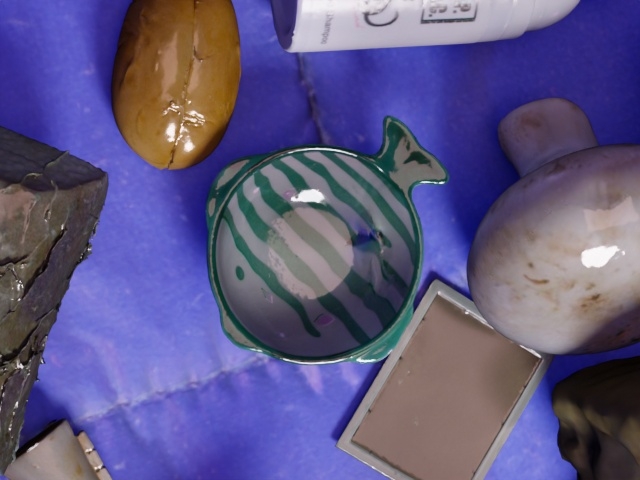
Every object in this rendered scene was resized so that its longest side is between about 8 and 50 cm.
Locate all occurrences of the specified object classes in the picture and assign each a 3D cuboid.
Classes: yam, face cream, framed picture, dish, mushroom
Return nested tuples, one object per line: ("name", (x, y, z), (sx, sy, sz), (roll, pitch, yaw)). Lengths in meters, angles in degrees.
("yam", (-0.299, 0.038, 1.503), (0.202, 0.201, 0.271), (24, 80, -12))
("face cream", (0.145, -0.250, 1.606), (0.369, 0.145, 0.145), (-5, 92, -11))
("framed picture", (0.117, 0.149, 1.679), (0.142, 0.011, 0.183), (32, 85, -11))
("dish", (0.000, 0.000, 1.616), (0.246, 0.078, 0.224), (-45, 100, -7))
("mushroom", (0.239, -0.023, 1.614), (0.243, 0.243, 0.243), (0, 91, -12))

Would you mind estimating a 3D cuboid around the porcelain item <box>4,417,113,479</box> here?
("porcelain item", (-0.192, 0.261, 1.593), (0.084, 0.054, 0.213), (-38, 98, -6))

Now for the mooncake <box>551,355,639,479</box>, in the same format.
("mooncake", (0.345, 0.302, 1.610), (0.393, 0.246, 0.394), (35, 84, -19))

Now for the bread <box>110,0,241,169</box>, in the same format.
("bread", (-0.126, -0.156, 1.589), (0.114, 0.077, 0.189), (6, 93, -8))
